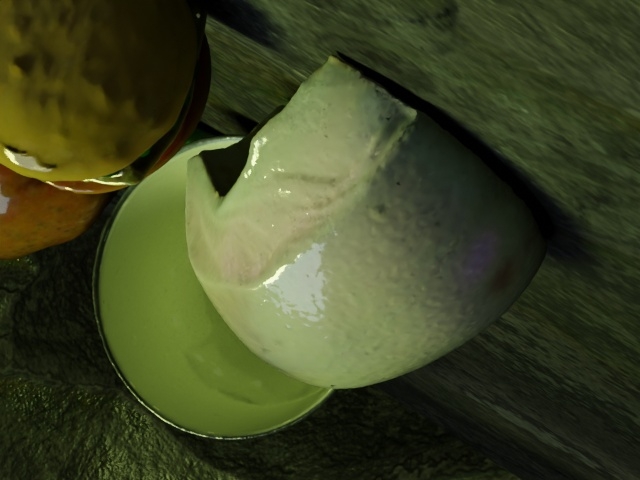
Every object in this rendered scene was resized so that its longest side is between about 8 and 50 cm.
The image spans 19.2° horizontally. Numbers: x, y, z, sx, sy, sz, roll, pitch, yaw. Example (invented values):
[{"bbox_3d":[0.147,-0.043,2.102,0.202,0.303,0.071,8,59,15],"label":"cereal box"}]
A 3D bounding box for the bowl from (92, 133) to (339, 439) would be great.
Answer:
[{"bbox_3d":[-0.050,0.039,1.508,0.237,0.238,0.126,31,-172,19],"label":"bowl"}]

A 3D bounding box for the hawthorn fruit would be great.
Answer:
[{"bbox_3d":[-0.250,-0.098,1.631,0.208,0.208,0.248,36,149,-20],"label":"hawthorn fruit"}]

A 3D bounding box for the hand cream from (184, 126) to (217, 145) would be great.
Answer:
[{"bbox_3d":[-0.017,-0.029,1.598,0.275,0.050,0.079,25,-164,22],"label":"hand cream"}]

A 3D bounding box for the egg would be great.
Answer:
[{"bbox_3d":[0.016,0.011,1.176,0.206,0.162,0.271,36,174,-14],"label":"egg"}]

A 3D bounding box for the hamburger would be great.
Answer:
[{"bbox_3d":[-0.142,-0.105,1.144,0.162,0.162,0.115,32,180,13],"label":"hamburger"}]
